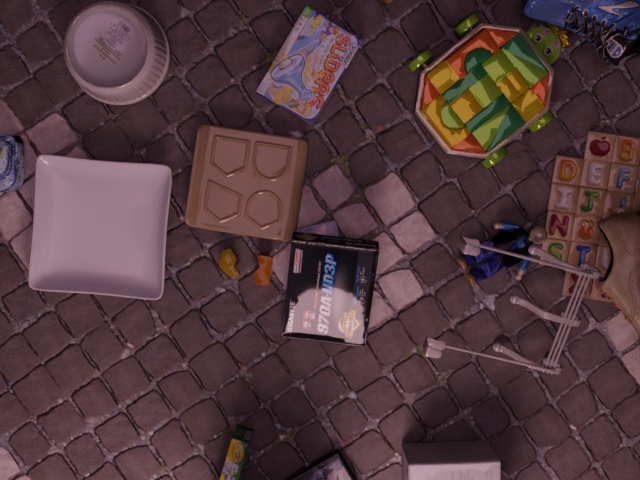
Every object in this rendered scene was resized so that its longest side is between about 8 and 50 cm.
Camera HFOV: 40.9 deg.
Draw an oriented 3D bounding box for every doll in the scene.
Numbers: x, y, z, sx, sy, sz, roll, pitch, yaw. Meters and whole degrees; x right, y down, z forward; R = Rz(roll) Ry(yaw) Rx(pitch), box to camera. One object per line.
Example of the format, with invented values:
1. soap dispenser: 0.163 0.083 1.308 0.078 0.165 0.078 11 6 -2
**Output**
1. doll: 0.377 0.026 1.753 0.189 0.046 0.129 -28 93 -2

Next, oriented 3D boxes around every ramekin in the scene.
1. ramekin: -0.410 -0.376 1.703 0.207 0.109 0.207 0 93 1

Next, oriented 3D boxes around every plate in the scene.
1. plate: -0.447 -0.027 1.757 0.278 0.045 0.277 5 93 0

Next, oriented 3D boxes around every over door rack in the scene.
1. over door rack: 0.368 0.124 1.697 0.324 0.108 0.240 11 105 -21

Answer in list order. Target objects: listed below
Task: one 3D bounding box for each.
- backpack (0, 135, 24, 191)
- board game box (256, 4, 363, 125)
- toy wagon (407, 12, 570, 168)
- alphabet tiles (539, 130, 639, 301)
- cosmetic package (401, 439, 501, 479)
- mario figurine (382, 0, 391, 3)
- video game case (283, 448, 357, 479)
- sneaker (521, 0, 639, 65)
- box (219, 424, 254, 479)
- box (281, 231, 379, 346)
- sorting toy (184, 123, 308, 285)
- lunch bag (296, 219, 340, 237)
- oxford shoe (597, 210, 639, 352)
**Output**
1. backpack: -0.656 -0.153 1.732 0.105 0.084 0.114 -1 96 3
2. board game box: -0.022 -0.352 1.738 0.136 0.035 0.201 30 93 -1
3. toy wagon: 0.354 -0.325 1.720 0.344 0.068 0.267 -38 93 3
4. alphabet tiles: 0.607 -0.045 1.764 0.285 0.011 0.343 8 93 0
5. cosmetic package: 0.261 0.497 1.730 0.183 0.151 0.151 -1 93 0
6. mario figurine: 0.061 -0.610 1.650 0.320 0.170 0.198 41 59 -9
7. video game case: -0.001 0.617 1.798 0.248 0.035 0.275 -30 93 2
8. sneaker: 0.555 -0.428 1.662 0.330 0.130 0.147 10 65 0
9. box: -0.183 0.479 1.756 0.043 0.105 0.179 18 94 0
10. box: 0.019 0.099 1.727 0.175 0.051 0.220 7 112 0
11. sorting toy: -0.157 -0.070 1.759 0.229 0.041 0.307 9 94 -4
12. lunch bag: 0.000 0.000 1.752 0.083 0.053 0.071 -14 93 13
13. oxford shoe: 0.626 0.114 1.720 0.130 0.123 0.348 -7 86 10
